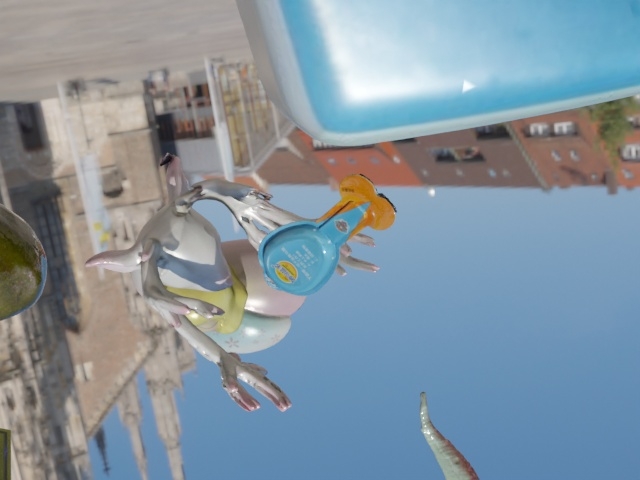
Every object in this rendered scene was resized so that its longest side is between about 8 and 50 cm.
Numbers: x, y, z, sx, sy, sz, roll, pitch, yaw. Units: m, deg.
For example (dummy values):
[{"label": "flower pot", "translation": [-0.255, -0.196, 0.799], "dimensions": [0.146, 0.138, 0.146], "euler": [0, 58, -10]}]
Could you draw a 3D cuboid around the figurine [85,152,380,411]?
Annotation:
[{"label": "figurine", "translation": [-0.085, 0.034, 0.853], "dimensions": [0.284, 0.206, 0.315], "euler": [26, 174, 17]}]

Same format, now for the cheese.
[{"label": "cheese", "translation": [0.000, 0.000, 0.484], "dimensions": [0.111, 0.047, 0.017], "euler": [-38, -171, 39]}]

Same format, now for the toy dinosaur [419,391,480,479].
[{"label": "toy dinosaur", "translation": [0.134, 0.259, 0.748], "dimensions": [0.167, 0.242, 0.053], "euler": [1, 169, -26]}]

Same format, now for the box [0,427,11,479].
[{"label": "box", "translation": [-0.512, 0.290, 1.033], "dimensions": [0.220, 0.064, 0.141], "euler": [23, -155, -33]}]

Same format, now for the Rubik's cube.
[{"label": "Rubik's cube", "translation": [0.096, -0.270, 0.445], "dimensions": [0.348, 0.351, 0.352], "euler": [-14, -157, -2]}]

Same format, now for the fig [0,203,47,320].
[{"label": "fig", "translation": [-0.351, -0.008, 0.820], "dimensions": [0.133, 0.184, 0.126], "euler": [4, -159, 7]}]
